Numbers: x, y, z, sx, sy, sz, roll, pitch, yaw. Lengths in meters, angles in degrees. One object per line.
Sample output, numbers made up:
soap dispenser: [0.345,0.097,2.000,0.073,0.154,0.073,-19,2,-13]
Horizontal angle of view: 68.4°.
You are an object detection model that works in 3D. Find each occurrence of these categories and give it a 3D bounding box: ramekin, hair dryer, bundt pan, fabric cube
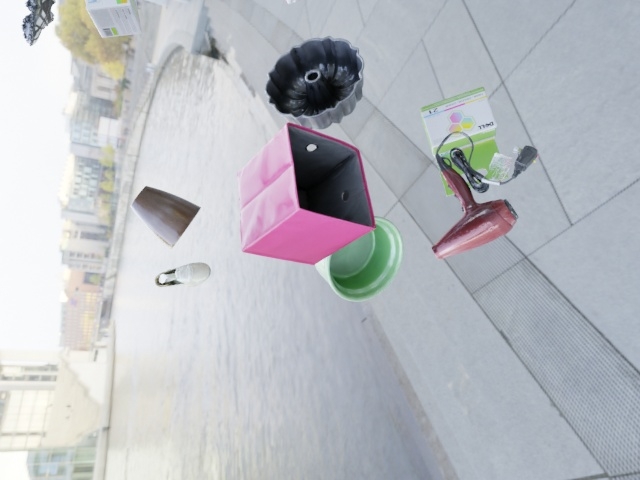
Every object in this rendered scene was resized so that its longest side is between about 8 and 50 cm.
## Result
ramekin: [0.122,0.043,1.626,0.148,0.304,0.303,34,114,56]
hair dryer: [0.332,-0.087,1.046,0.224,0.080,0.293,23,88,43]
bundt pan: [-0.006,-0.492,1.526,0.124,0.331,0.330,52,-150,-60]
fabric cube: [-0.047,-0.111,1.260,0.258,0.254,0.259,-33,56,43]

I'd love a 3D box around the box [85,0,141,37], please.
box: [-0.528,-0.637,1.182,0.114,0.103,0.203,119,139,-76]

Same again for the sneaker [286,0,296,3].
sneaker: [-0.095,-0.785,1.265,0.090,0.145,0.270,-92,-24,-70]

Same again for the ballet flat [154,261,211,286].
ballet flat: [-0.492,0.126,1.650,0.248,0.086,0.086,-15,66,35]

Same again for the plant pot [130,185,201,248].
plant pot: [-0.654,-0.116,1.951,0.215,0.230,0.215,-48,18,21]

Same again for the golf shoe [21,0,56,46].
golf shoe: [-0.952,-0.746,1.604,0.077,0.094,0.198,51,128,9]

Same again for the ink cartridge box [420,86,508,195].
ink cartridge box: [0.418,-0.284,1.364,0.097,0.189,0.255,35,-140,-70]
